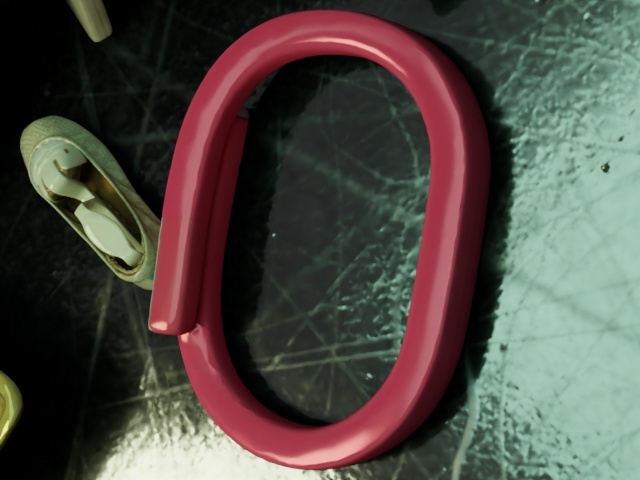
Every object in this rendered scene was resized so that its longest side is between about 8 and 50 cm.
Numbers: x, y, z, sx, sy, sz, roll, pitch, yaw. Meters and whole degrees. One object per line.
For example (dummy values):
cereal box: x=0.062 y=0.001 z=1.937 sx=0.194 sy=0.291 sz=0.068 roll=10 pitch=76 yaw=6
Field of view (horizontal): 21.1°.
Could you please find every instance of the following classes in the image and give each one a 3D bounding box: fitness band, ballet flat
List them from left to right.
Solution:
ballet flat: x=-0.157 y=-0.031 z=1.167 sx=0.168 sy=0.052 sz=0.057 roll=42 pitch=106 yaw=23
fitness band: x=0.000 y=0.000 z=1.089 sx=0.209 sy=0.054 sz=0.291 roll=10 pitch=92 yaw=25

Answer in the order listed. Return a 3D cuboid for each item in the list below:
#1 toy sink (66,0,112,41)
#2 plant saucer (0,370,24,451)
toy sink: x=-0.144 y=-0.263 z=1.117 sx=0.131 sy=0.234 sz=0.153 roll=-30 pitch=70 yaw=-8
plant saucer: x=-0.378 y=0.149 z=1.256 sx=0.332 sy=0.081 sz=0.333 roll=38 pitch=104 yaw=25
